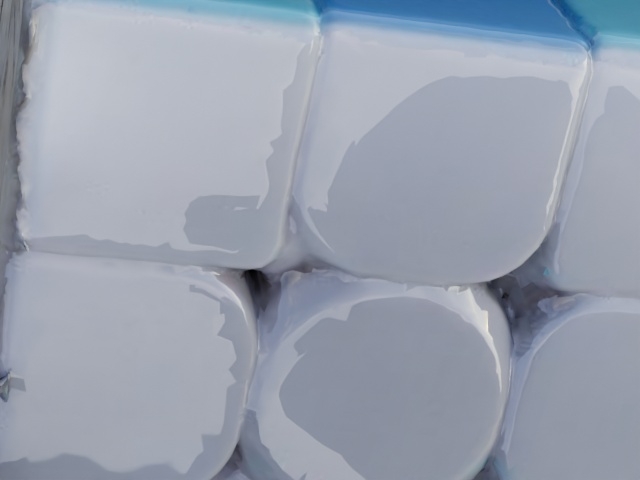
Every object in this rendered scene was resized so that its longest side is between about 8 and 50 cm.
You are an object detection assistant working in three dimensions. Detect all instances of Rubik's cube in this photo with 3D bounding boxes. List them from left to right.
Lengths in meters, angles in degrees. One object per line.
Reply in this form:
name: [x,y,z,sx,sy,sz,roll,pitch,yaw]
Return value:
Rubik's cube: [0.000,0.000,0.815,0.290,0.291,0.291,6,113,-12]
